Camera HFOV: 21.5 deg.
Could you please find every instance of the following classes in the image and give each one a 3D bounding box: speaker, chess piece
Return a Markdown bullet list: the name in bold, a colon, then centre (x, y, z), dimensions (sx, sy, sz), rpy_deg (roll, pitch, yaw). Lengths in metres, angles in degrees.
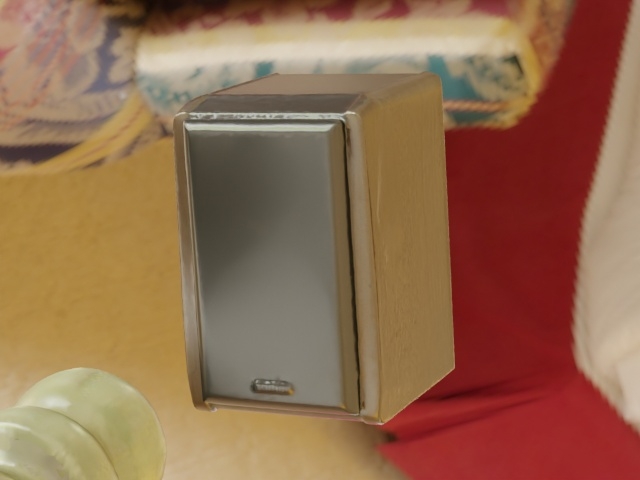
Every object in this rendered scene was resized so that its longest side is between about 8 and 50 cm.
- **speaker**: centre (0.000, 0.000, 1.236), dimensions (0.192, 0.153, 0.231), rpy_deg (-28, 117, -62)
- **chess piece**: centre (-0.229, 0.203, 1.256), dimensions (0.182, 0.182, 0.330), rpy_deg (61, 28, -8)
